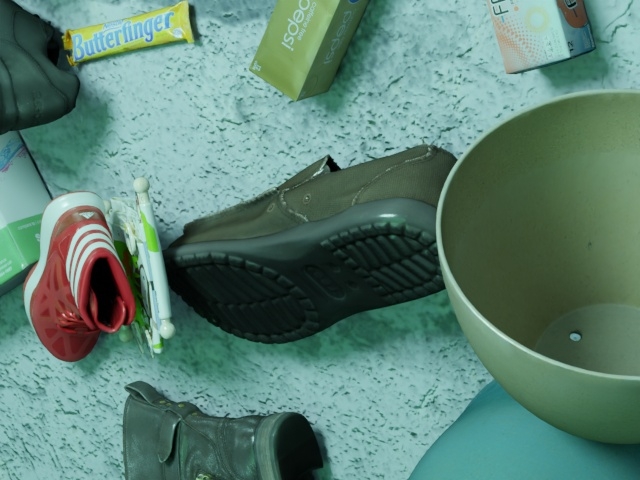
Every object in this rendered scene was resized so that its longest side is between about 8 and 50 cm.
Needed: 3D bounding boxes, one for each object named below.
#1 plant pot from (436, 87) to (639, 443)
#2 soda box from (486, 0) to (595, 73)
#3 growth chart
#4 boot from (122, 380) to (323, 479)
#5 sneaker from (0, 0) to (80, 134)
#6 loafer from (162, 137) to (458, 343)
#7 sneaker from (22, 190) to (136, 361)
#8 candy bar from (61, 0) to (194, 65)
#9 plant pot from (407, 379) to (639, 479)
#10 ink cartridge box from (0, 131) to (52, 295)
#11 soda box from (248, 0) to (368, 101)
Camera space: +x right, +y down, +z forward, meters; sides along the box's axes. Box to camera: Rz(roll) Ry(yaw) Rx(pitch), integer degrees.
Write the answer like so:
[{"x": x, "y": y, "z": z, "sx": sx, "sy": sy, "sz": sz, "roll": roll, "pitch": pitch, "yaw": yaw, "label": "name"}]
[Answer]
[{"x": 0.234, "y": 0.049, "z": 1.250, "sx": 0.284, "sy": 0.284, "sz": 0.191, "roll": 24, "pitch": 145, "yaw": 25, "label": "plant pot"}, {"x": 0.166, "y": -0.232, "z": 1.315, "sx": 0.063, "sy": 0.058, "sz": 0.183, "roll": -12, "pitch": 97, "yaw": 34, "label": "soda box"}, {"x": -0.176, "y": 0.031, "z": 1.551, "sx": 0.237, "sy": 0.021, "sz": 0.172, "roll": 172, "pitch": 87, "yaw": -72, "label": "growth chart"}, {"x": -0.098, "y": 0.271, "z": 1.615, "sx": 0.229, "sy": 0.091, "sz": 0.263, "roll": -2, "pitch": 98, "yaw": 38, "label": "boot"}, {"x": -0.336, "y": -0.201, "z": 1.614, "sx": 0.286, "sy": 0.130, "sz": 0.109, "roll": 56, "pitch": 142, "yaw": 33, "label": "sneaker"}, {"x": 0.000, "y": 0.000, "z": 1.464, "sx": 0.366, "sy": 0.130, "sz": 0.134, "roll": -10, "pitch": 131, "yaw": 42, "label": "loafer"}, {"x": -0.237, "y": 0.070, "z": 1.584, "sx": 0.221, "sy": 0.087, "sz": 0.128, "roll": 97, "pitch": 156, "yaw": -44, "label": "sneaker"}, {"x": -0.187, "y": -0.200, "z": 1.569, "sx": 0.161, "sy": 0.018, "sz": 0.040, "roll": -7, "pitch": 99, "yaw": 32, "label": "candy bar"}, {"x": 0.170, "y": 0.261, "z": 1.330, "sx": 0.272, "sy": 0.255, "sz": 0.271, "roll": 9, "pitch": 107, "yaw": 30, "label": "plant pot"}, {"x": -0.375, "y": -0.044, "z": 1.685, "sx": 0.154, "sy": 0.093, "sz": 0.212, "roll": -30, "pitch": 88, "yaw": 34, "label": "ink cartridge box"}, {"x": 0.004, "y": -0.215, "z": 1.418, "sx": 0.058, "sy": 0.061, "sz": 0.181, "roll": 35, "pitch": 119, "yaw": 19, "label": "soda box"}]
